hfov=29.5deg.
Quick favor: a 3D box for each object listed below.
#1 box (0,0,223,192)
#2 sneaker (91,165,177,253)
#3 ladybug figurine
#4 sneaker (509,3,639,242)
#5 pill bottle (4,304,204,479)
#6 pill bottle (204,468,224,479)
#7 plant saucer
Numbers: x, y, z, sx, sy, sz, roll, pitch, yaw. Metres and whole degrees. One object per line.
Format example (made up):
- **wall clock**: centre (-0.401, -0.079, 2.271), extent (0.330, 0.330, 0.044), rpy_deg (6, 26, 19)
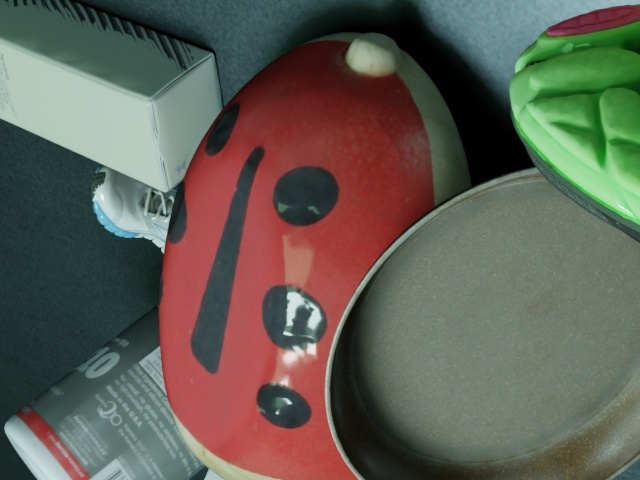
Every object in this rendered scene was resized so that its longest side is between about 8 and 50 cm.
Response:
- **box**: centre (-0.227, -0.154, 1.173), extent (0.275, 0.094, 0.113), rpy_deg (24, 140, 27)
- **sneaker**: centre (-0.145, -0.026, 1.209), extent (0.083, 0.071, 0.191), rpy_deg (-8, 153, 36)
- **ladybug figurine**: centre (-0.024, 0.037, 1.006), extent (0.305, 0.162, 0.449), rpy_deg (38, 128, 38)
- **sneaker**: centre (0.315, 0.026, 0.686), extent (0.483, 0.185, 0.202), rpy_deg (29, 147, 10)
- **pill bottle**: centre (-0.161, 0.161, 1.236), extent (0.161, 0.283, 0.161), rpy_deg (43, 158, 22)
- **pill bottle**: centre (0.060, 0.320, 1.250), extent (0.363, 0.210, 0.210), rpy_deg (19, 137, 33)
- **plant saucer**: centre (0.148, 0.074, 0.894), extent (0.050, 0.311, 0.310), rpy_deg (-116, 7, -57)
